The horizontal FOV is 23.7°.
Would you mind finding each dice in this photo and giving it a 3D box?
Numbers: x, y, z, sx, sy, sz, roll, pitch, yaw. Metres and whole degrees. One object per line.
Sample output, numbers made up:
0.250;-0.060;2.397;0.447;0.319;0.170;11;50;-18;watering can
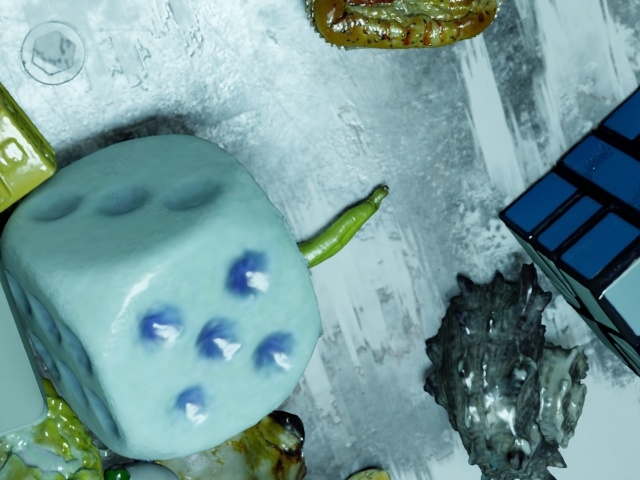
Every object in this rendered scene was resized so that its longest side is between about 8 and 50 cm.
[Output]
-0.179;0.059;1.682;0.262;0.268;0.264;-30;127;-20;dice

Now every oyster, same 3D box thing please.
-0.102;0.370;1.924;0.221;0.096;0.361;2;106;27;oyster

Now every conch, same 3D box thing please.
0.261;0.182;1.958;0.241;0.186;0.313;-25;98;-37;conch

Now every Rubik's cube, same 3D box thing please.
0.447;0.014;1.889;0.283;0.288;0.293;-45;118;1;Rubik's cube

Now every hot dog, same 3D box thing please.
0.101;-0.285;1.783;0.253;0.069;0.131;-9;113;-13;hot dog

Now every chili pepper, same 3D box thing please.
0.000;0.001;1.877;0.208;0.043;0.049;-28;90;-12;chili pepper

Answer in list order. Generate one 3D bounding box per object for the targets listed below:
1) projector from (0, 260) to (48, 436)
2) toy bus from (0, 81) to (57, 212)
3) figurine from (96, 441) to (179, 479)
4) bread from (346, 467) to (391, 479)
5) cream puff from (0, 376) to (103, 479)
-0.418;0.099;1.604;0.198;0.108;0.250;-18;116;-7;projector
-0.453;-0.028;1.671;0.335;0.123;0.121;-37;116;-2;toy bus
-0.217;0.275;1.827;0.093;0.147;0.197;-14;74;15;figurine
0.072;0.353;2.020;0.072;0.053;0.106;-26;121;-3;bread
-0.379;0.280;1.756;0.282;0.185;0.282;0;72;0;cream puff
